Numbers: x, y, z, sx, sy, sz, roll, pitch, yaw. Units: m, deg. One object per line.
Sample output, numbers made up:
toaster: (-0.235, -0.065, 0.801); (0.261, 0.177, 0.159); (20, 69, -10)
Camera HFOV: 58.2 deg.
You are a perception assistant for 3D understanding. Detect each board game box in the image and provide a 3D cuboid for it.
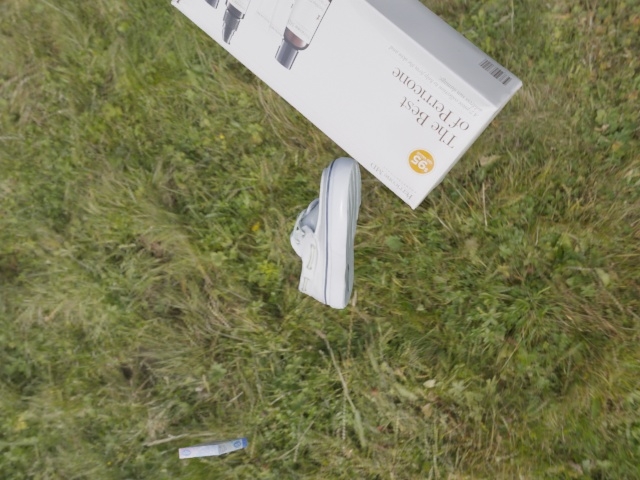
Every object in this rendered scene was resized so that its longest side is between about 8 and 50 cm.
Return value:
board game box: (-0.199, 0.386, 1.073); (0.090, 0.090, 0.020); (-15, 74, 26)

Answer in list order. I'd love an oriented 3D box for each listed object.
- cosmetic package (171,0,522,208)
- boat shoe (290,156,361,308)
cosmetic package: (0.009, -0.138, 0.400); (0.239, 0.060, 0.099); (41, 136, 7)
boat shoe: (0.000, 0.000, 0.665); (0.075, 0.226, 0.083); (11, 44, 10)
